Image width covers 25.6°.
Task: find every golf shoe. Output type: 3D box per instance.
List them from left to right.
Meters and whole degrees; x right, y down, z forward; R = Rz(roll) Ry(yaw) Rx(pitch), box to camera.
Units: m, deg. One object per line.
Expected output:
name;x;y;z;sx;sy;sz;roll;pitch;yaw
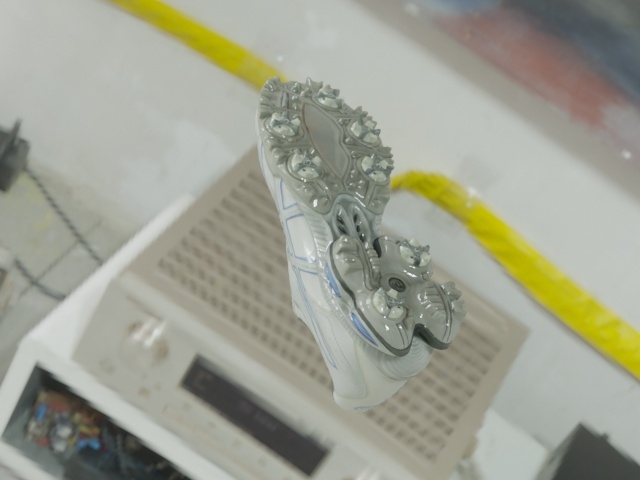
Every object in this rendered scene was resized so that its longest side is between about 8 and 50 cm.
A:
golf shoe;0.000;0.000;0.663;0.069;0.086;0.176;3;47;-28
